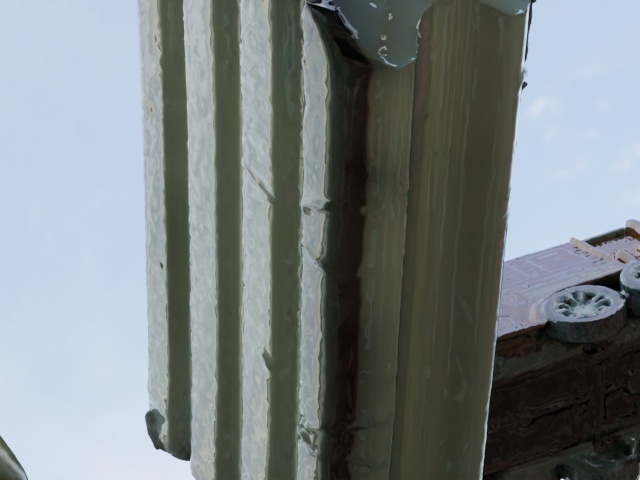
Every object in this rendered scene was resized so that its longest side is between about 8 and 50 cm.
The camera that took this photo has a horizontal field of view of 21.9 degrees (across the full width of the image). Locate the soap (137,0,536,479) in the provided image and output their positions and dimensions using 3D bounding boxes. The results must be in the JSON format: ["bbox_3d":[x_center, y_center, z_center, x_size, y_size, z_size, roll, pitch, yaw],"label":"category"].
[{"bbox_3d":[0.000,0.000,0.659,0.094,0.150,0.261,-18,-56,-31],"label":"soap"}]

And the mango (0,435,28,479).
[{"bbox_3d":[-0.140,0.081,0.348,0.115,0.089,0.165,33,-60,-12],"label":"mango"}]

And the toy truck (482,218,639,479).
[{"bbox_3d":[0.116,0.087,1.085,0.305,0.162,0.136,-16,-66,-15],"label":"toy truck"}]
